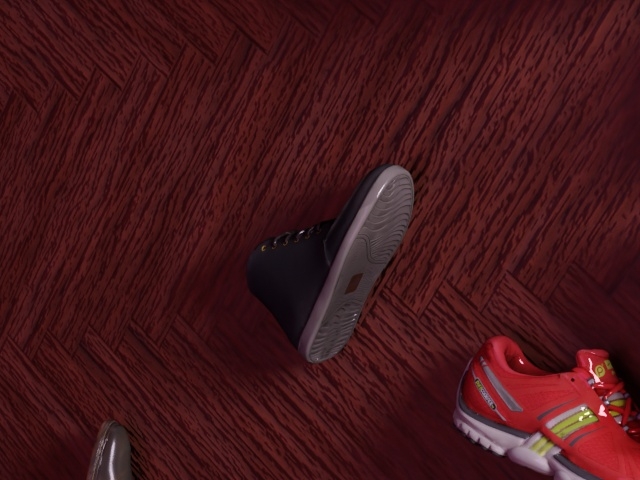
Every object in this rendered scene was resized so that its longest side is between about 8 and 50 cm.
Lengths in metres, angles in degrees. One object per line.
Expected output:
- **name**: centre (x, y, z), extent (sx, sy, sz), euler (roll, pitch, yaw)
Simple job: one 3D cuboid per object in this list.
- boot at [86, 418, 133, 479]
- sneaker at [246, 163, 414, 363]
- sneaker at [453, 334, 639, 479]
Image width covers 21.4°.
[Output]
- **boot**: centre (-0.194, 0.305, 1.837), extent (0.106, 0.082, 0.219), euler (0, 90, 18)
- **sneaker**: centre (0.000, 0.000, 1.626), extent (0.118, 0.083, 0.222), euler (42, 120, 29)
- **sneaker**: centre (0.235, 0.154, 1.439), extent (0.279, 0.107, 0.118), euler (20, 97, 34)
